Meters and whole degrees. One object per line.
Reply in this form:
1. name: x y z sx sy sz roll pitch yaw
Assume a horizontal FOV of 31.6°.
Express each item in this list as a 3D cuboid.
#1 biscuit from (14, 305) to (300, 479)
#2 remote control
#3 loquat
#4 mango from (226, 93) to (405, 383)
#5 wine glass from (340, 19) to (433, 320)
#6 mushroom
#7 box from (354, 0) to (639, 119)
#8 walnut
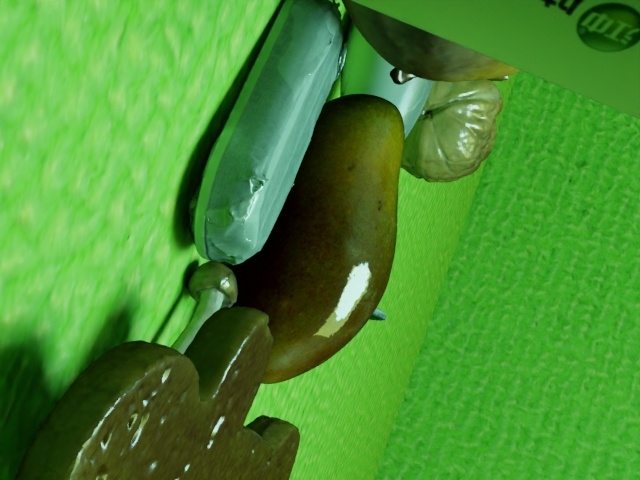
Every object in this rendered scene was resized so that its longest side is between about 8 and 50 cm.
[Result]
1. biscuit: -0.110 0.174 0.741 0.432 0.064 0.283 68 44 -66
2. remote control: -0.036 -0.089 0.861 0.104 0.052 0.247 90 19 -57
3. loquat: 0.104 -0.240 0.895 0.238 0.193 0.238 -2 90 -83
4. mango: 0.000 0.000 0.951 0.111 0.133 0.267 115 -2 -74
5. wine glass: 0.015 -0.081 1.147 0.264 0.096 0.309 172 -68 -68
6. mushroom: -0.131 0.104 0.759 0.306 0.043 0.068 -53 139 -54
7. box: 0.111 -0.199 0.689 0.173 0.333 0.145 -49 161 -68
8. walnut: 0.145 -0.147 1.363 0.184 0.155 0.155 -20 127 -78
